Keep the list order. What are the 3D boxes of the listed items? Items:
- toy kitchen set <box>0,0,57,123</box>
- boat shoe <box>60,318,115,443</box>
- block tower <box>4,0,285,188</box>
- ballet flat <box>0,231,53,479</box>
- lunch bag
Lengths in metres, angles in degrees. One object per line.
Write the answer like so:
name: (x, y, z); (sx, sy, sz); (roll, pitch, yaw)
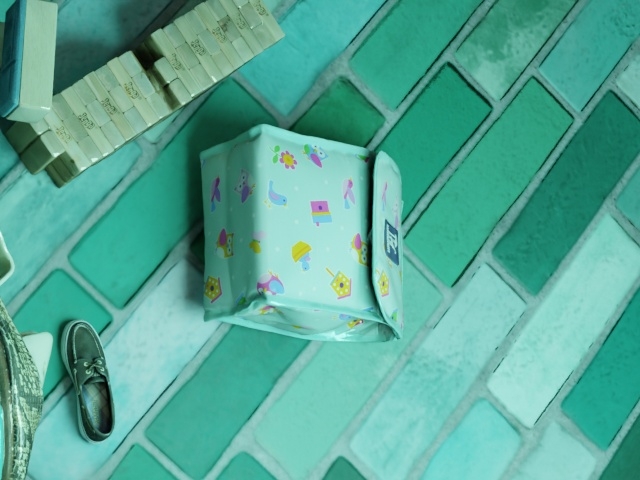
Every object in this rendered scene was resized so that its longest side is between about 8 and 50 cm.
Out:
toy kitchen set: (-0.393, -0.179, 1.894); (0.166, 0.207, 0.122); (8, 74, -25)
boat shoe: (-0.254, 0.156, 1.980); (0.049, 0.040, 0.142); (-9, 82, -28)
block tower: (-0.201, -0.182, 2.061); (0.335, 0.097, 0.091); (-36, 95, -27)
ballet flat: (-0.384, 0.065, 1.884); (0.182, 0.164, 0.482); (-17, 83, -57)
lunch bag: (0.000, 0.000, 2.084); (0.262, 0.160, 0.223); (11, 69, -36)
